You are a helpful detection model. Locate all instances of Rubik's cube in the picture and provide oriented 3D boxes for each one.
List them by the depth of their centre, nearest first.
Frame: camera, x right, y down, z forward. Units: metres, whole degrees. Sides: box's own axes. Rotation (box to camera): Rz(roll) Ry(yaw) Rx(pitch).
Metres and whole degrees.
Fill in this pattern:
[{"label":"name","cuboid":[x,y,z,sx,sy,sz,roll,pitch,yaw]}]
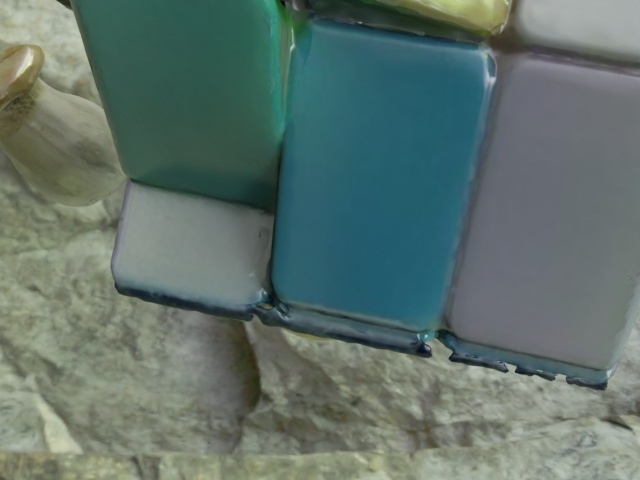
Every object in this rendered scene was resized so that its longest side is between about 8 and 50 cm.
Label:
[{"label":"Rubik's cube","cuboid":[0.064,-0.123,0.460,0.387,0.358,0.368,11,-90,5]}]

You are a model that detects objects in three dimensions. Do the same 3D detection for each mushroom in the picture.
[{"label":"mushroom","cuboid":[-0.228,-0.088,0.686,0.097,0.212,0.088,-6,-105,15]}]

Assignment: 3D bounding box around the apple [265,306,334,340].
[{"label":"apple","cuboid":[0.000,0.000,0.724,0.155,0.182,0.182,29,-84,58]}]
